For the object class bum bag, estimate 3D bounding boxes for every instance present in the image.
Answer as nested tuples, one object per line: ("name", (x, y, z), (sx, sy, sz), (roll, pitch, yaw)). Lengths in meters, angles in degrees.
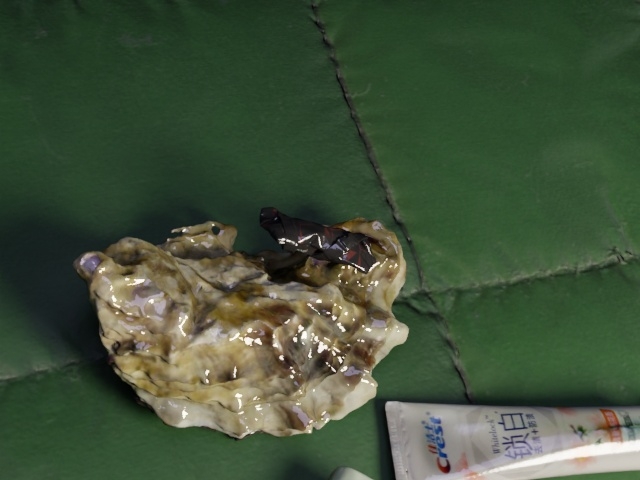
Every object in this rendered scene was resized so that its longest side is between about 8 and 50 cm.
("bum bag", (-0.001, 0.001, 0.960), (0.125, 0.034, 0.058), (16, 29, -16))

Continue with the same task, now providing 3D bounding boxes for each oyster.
("oyster", (-0.071, 0.066, 0.962), (0.352, 0.115, 0.237), (13, 55, -26))

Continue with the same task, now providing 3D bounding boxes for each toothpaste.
("toothpaste", (0.228, 0.202, 0.999), (0.323, 0.066, 0.100), (-1, 57, -10))

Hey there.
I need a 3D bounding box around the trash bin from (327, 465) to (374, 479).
("trash bin", (0.033, 0.287, 0.890), (0.116, 0.059, 0.130), (31, 55, 2))
